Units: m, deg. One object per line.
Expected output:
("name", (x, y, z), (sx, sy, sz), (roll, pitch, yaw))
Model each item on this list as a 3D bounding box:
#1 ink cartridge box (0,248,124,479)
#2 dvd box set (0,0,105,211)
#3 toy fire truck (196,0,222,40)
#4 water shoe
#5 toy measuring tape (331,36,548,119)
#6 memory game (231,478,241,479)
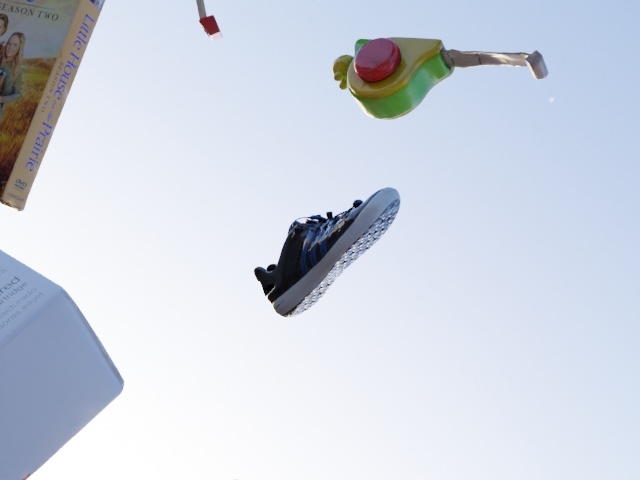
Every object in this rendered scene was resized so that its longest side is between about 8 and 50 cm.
("ink cartridge box", (-0.173, 0.049, 0.390), (0.150, 0.109, 0.063), (23, -34, 38))
("dvd box set", (-0.515, -0.278, 1.459), (0.308, 0.420, 0.062), (16, -9, 21))
("toy fire truck", (-0.216, -0.532, 1.987), (0.192, 0.135, 0.047), (64, 0, 4))
("water shoe", (0.000, 0.000, 1.045), (0.203, 0.073, 0.080), (-46, -106, 23))
("toy measuring tape", (0.147, -0.220, 1.326), (0.330, 0.121, 0.121), (12, -37, 35))
("memory game", (-0.101, 0.427, 1.390), (0.186, 0.012, 0.186), (11, -59, 20))
